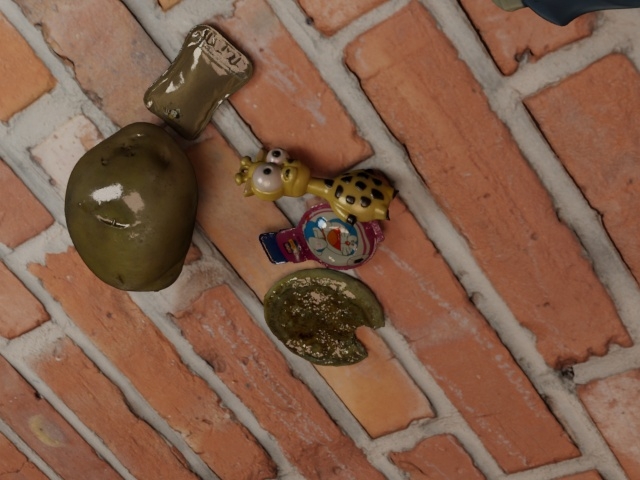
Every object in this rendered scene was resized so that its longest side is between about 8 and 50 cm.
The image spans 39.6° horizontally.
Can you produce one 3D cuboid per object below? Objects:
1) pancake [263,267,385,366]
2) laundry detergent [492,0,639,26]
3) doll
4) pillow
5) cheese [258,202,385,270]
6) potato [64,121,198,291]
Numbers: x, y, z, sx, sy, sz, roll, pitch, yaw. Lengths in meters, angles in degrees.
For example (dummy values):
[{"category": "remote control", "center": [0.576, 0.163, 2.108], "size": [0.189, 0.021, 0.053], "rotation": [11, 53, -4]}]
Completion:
[{"category": "pancake", "center": [0.001, 0.158, 1.780], "size": [0.254, 0.037, 0.253], "rotation": [8, 126, 12]}, {"category": "laundry detergent", "center": [0.378, -0.384, 1.254], "size": [0.290, 0.094, 0.143], "rotation": [-8, 127, 26]}, {"category": "doll", "center": [-0.009, -0.098, 1.564], "size": [0.291, 0.117, 0.086], "rotation": [15, 148, 10]}, {"category": "pillow", "center": [-0.218, -0.273, 1.555], "size": [0.130, 0.033, 0.217], "rotation": [40, 126, -13]}, {"category": "cheese", "center": [0.000, 0.000, 1.656], "size": [0.244, 0.062, 0.155], "rotation": [-10, 122, 24]}, {"category": "potato", "center": [-0.348, -0.052, 1.634], "size": [0.243, 0.221, 0.326], "rotation": [23, 132, -1]}]
